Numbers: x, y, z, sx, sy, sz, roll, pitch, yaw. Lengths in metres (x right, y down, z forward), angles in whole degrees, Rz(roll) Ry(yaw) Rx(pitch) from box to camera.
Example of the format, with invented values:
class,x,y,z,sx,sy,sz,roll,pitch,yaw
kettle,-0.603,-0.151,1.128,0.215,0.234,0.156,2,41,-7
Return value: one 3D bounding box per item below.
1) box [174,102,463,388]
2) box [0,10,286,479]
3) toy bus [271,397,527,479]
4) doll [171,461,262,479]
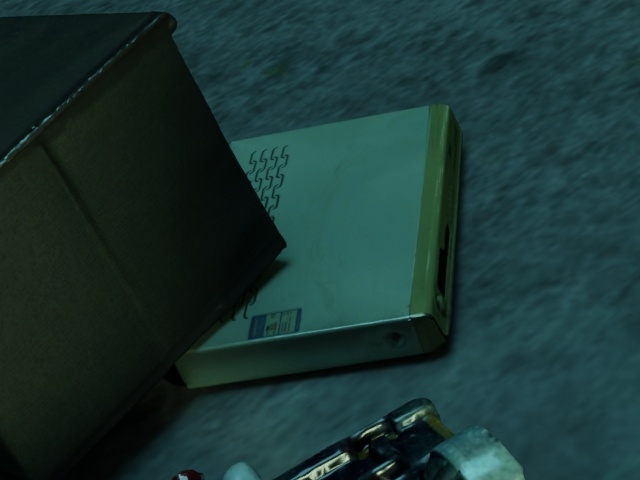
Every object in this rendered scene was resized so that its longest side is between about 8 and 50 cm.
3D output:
class,x,y,z,sx,sy,sz,roll,pitch,yaw
box,0.000,0.000,1.084,0.211,0.045,0.270,-11,35,14
box,-0.245,-0.010,1.027,0.345,0.204,0.251,9,47,45
toy bus,0.079,0.225,0.584,0.162,0.194,0.323,-28,31,-14
doll,-0.123,0.208,0.772,0.257,0.161,0.215,-11,17,-18
